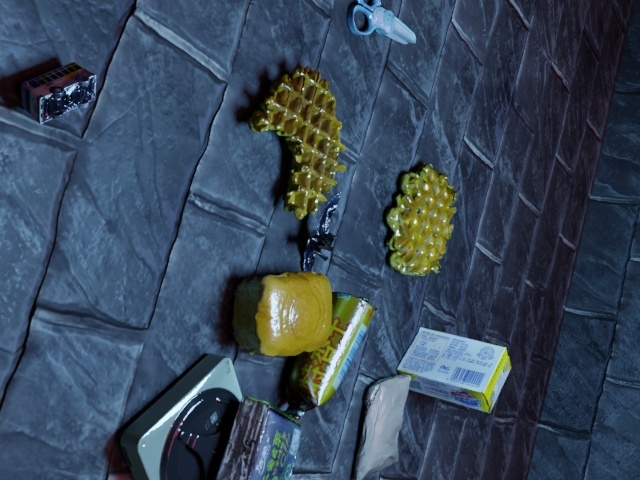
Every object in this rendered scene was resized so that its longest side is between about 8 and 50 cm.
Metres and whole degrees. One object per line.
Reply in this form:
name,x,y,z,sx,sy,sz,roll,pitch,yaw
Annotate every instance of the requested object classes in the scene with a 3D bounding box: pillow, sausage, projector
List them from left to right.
projector,-0.229,0.385,1.447,0.259,0.079,0.257,-43,132,-44
sausage,0.002,0.261,1.716,0.317,0.125,0.117,-61,144,-21
pillow,0.165,0.490,2.040,0.173,0.067,0.270,6,93,-49

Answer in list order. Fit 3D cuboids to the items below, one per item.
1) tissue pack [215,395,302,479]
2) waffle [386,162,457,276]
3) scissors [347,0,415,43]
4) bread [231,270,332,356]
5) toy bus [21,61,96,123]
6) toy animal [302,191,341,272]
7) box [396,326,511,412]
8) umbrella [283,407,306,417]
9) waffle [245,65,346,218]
tissue pack,-0.112,0.415,1.516,0.235,0.073,0.173,54,49,-62
waffle,0.274,-0.053,2.061,0.325,0.068,0.301,13,88,-56
scissors,0.148,-0.510,1.805,0.256,0.030,0.125,13,87,-52
bread,-0.072,0.146,1.578,0.246,0.121,0.173,4,95,-53
toy bus,-0.378,-0.214,1.112,0.102,0.058,0.052,-39,157,-42
toy animal,0.000,0.000,1.667,0.108,0.062,0.220,-69,180,-64
box,0.366,0.350,2.118,0.168,0.265,0.097,-55,140,-34
umbrella,-0.064,0.391,1.717,0.144,0.040,0.037,-30,130,-46
waffle,-0.038,-0.212,1.589,0.259,0.069,0.292,-52,137,-40
